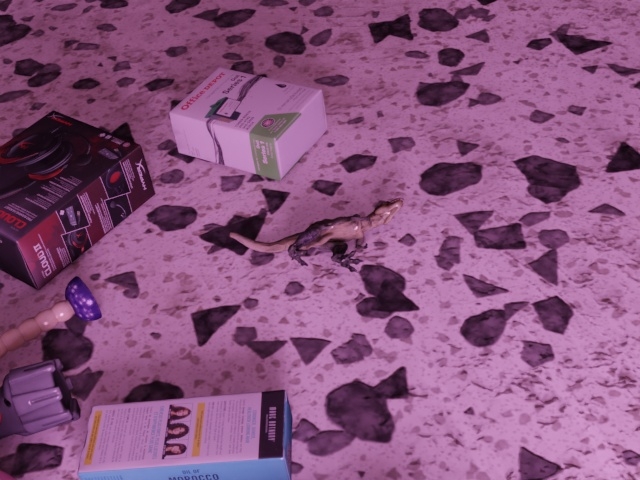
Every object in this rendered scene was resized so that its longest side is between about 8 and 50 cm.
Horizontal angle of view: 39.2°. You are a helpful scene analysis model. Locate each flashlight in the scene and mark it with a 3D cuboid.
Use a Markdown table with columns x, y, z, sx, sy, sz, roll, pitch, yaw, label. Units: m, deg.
| x | y | z | sx | sy | sz | roll | pitch | yaw | label |
| --- | --- | --- | --- | --- | --- | --- | --- | --- | --- |
| -0.468 | 0.222 | 1.120 | 0.304 | 0.103 | 0.103 | -18 | 81 | -3 | flashlight |

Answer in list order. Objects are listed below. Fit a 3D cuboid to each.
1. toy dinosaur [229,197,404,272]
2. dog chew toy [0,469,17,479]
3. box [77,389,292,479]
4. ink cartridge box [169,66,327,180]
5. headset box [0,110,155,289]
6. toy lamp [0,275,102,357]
| x | y | z | sx | sy | sz | roll | pitch | yaw | label |
| --- | --- | --- | --- | --- | --- | --- | --- | --- | --- |
| 0.000 | 0.000 | 1.323 | 0.268 | 0.064 | 0.118 | -10 | 28 | -1 | toy dinosaur |
| -0.340 | 0.381 | 0.872 | 0.207 | 0.206 | 0.332 | -26 | 53 | -18 | dog chew toy |
| -0.158 | 0.245 | 1.080 | 0.244 | 0.060 | 0.100 | -5 | 43 | 4 | box |
| -0.124 | -0.204 | 1.541 | 0.220 | 0.092 | 0.160 | 17 | 48 | 25 | ink cartridge box |
| -0.448 | -0.063 | 1.430 | 0.218 | 0.110 | 0.293 | 23 | 51 | 30 | headset box |
| -0.440 | 0.143 | 1.229 | 0.275 | 0.080 | 0.080 | -31 | 47 | -25 | toy lamp |
